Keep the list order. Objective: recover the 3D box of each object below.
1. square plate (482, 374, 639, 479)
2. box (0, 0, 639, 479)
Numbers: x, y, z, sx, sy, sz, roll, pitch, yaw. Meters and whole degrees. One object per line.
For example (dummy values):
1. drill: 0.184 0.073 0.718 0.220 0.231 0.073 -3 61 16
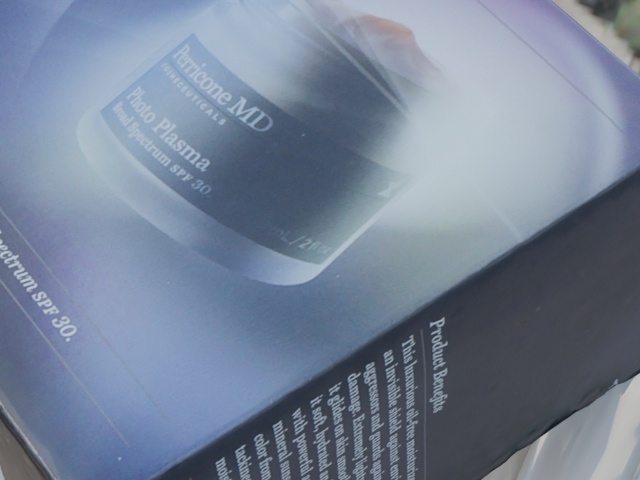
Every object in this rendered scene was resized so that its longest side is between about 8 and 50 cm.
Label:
1. square plate: 0.103 0.090 1.096 0.049 0.344 0.347 14 25 -11
2. box: -0.045 -0.016 0.842 0.294 0.182 0.296 -32 57 -19
